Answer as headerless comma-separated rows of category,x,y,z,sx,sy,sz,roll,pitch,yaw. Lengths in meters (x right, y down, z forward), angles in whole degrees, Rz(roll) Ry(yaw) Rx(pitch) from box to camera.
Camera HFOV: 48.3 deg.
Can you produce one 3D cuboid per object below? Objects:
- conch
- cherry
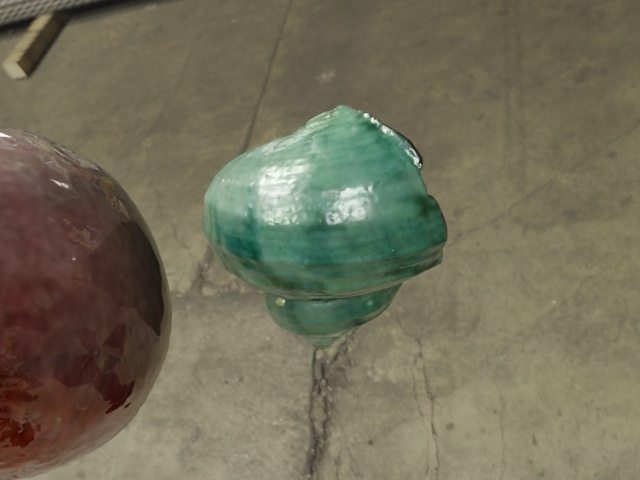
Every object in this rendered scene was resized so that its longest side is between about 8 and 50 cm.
conch,-0.001,0.003,0.538,0.134,0.202,0.196,-41,50,-11
cherry,-0.207,0.032,0.444,0.206,0.239,0.239,-17,46,-5
